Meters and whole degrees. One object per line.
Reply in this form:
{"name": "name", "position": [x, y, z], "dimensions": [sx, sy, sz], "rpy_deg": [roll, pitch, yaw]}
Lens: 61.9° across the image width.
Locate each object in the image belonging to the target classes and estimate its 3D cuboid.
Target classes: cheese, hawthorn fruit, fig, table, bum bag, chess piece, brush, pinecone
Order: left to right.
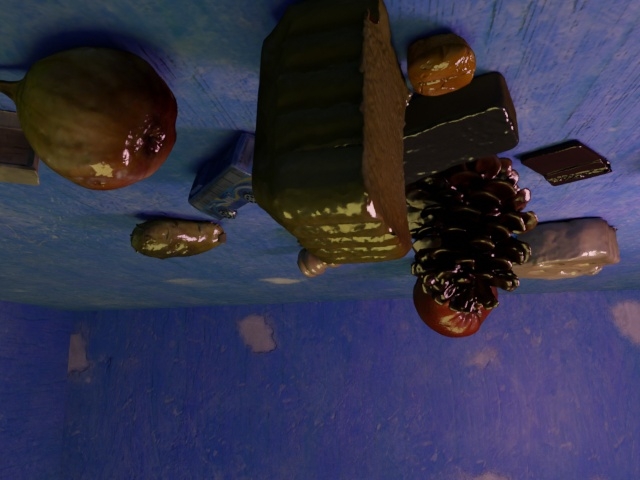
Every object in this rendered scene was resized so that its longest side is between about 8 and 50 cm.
{"name": "table", "position": [-0.431, -0.129, 0.742], "dimensions": [0.079, 0.083, 0.062], "rpy_deg": [5, 165, -22]}
{"name": "fig", "position": [-0.299, -0.150, 0.608], "dimensions": [0.257, 0.159, 0.159], "rpy_deg": [16, 167, 1]}
{"name": "chess piece", "position": [0.025, 0.050, 1.552], "dimensions": [0.171, 0.094, 0.094], "rpy_deg": [-15, 161, 36]}
{"name": "brush", "position": [0.165, -0.144, 0.731], "dimensions": [0.197, 0.059, 0.123], "rpy_deg": [-17, 154, 25]}
{"name": "hawthorn fruit", "position": [0.437, 0.181, 1.833], "dimensions": [0.277, 0.276, 0.298], "rpy_deg": [3, -175, -19]}
{"name": "pinecone", "position": [0.245, -0.007, 0.923], "dimensions": [0.247, 0.292, 0.246], "rpy_deg": [9, 138, 8]}
{"name": "cheese", "position": [0.664, 0.030, 1.463], "dimensions": [0.318, 0.115, 0.326], "rpy_deg": [3, 167, -15]}
{"name": "bum bag", "position": [0.434, -0.132, 0.942], "dimensions": [0.159, 0.026, 0.109], "rpy_deg": [11, 163, -43]}

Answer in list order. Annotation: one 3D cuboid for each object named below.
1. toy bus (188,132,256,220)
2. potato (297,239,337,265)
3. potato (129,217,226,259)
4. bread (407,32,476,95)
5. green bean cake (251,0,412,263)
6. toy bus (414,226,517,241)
{"name": "toy bus", "position": [-0.147, -0.103, 0.897], "dimensions": [0.094, 0.079, 0.237], "rpy_deg": [32, 154, -22]}
{"name": "potato", "position": [0.000, 0.000, 1.427], "dimensions": [0.120, 0.081, 0.149], "rpy_deg": [34, 175, -13]}
{"name": "potato", "position": [-0.336, -0.006, 1.268], "dimensions": [0.226, 0.090, 0.117], "rpy_deg": [-1, 162, -32]}
{"name": "bread", "position": [0.134, -0.195, 0.595], "dimensions": [0.081, 0.046, 0.083], "rpy_deg": [-4, 164, -8]}
{"name": "green bean cake", "position": [0.025, -0.104, 0.570], "dimensions": [0.124, 0.235, 0.233], "rpy_deg": [-3, 165, 18]}
{"name": "toy bus", "position": [0.375, 0.025, 1.375], "dimensions": [0.247, 0.134, 0.113], "rpy_deg": [2, 167, -8]}
